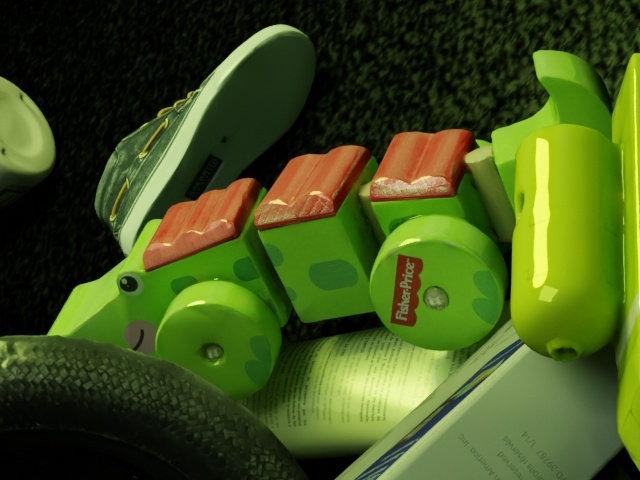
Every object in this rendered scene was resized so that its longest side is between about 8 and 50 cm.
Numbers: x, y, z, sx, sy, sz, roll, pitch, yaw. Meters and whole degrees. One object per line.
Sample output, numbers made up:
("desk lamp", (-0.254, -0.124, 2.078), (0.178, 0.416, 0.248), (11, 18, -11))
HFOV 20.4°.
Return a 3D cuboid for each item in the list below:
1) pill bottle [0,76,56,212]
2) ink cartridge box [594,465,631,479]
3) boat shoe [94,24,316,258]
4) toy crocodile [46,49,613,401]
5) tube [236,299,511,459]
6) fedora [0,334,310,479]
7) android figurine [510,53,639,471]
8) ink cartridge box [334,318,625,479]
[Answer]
("pill bottle", (-0.287, -0.044, 1.334), (0.169, 0.094, 0.094), (-34, 42, 26))
("ink cartridge box", (0.099, 0.165, 0.719), (0.092, 0.090, 0.143), (-33, 2, 25))
("boat shoe", (-0.081, -0.071, 1.153), (0.183, 0.065, 0.083), (-54, 38, 4))
("toy crocodile", (0.000, 0.000, 0.927), (0.341, 0.105, 0.115), (-16, 25, 25))
("tube", (0.007, 0.085, 0.952), (0.240, 0.062, 0.070), (-12, 89, 38))
("fedora", (-0.133, 0.197, 0.884), (0.334, 0.334, 0.152), (-50, 7, 7))
("android figurine", (0.196, 0.016, 0.675), (0.056, 0.248, 0.272), (97, 177, -55))
("ink cartridge box", (0.022, 0.125, 0.719), (0.333, 0.065, 0.165), (-38, -3, -27))
